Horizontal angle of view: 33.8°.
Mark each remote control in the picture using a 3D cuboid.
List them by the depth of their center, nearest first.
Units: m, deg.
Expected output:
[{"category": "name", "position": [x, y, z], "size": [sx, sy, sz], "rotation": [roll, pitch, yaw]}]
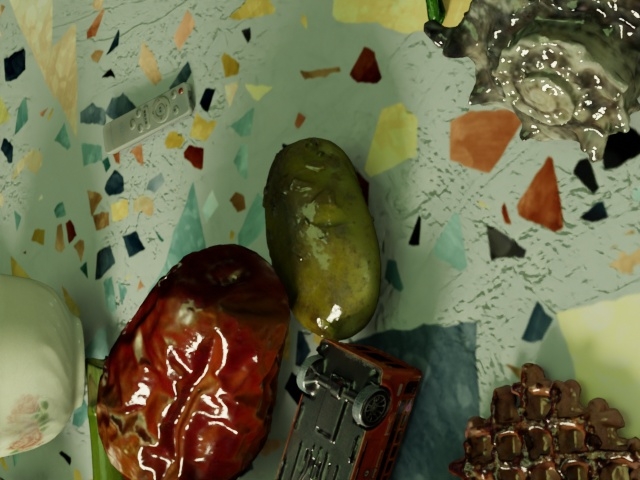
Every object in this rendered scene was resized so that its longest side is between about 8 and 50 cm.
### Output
[{"category": "remote control", "position": [-0.252, -0.177, 1.547], "size": [0.184, 0.027, 0.050], "rotation": [-21, 73, 35]}]

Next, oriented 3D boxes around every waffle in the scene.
[{"category": "waffle", "position": [0.217, 0.252, 1.035], "size": [0.221, 0.055, 0.234], "rotation": [42, 108, 40]}]

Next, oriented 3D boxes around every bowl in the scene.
[{"category": "bowl", "position": [-0.427, 0.183, 1.558], "size": [0.277, 0.145, 0.277], "rotation": [179, 90, -70]}]

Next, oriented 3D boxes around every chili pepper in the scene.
[{"category": "chili pepper", "position": [0.117, -0.299, 1.209], "size": [0.118, 0.035, 0.055], "rotation": [54, 133, 22]}]

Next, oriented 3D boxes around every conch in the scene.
[{"category": "conch", "position": [0.255, -0.191, 0.976], "size": [0.313, 0.186, 0.241], "rotation": [-12, 104, 24]}]

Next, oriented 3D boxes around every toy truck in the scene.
[{"category": "toy truck", "position": [0.022, 0.245, 1.177], "size": [0.107, 0.114, 0.253], "rotation": [23, 99, 41]}]

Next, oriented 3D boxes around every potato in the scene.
[{"category": "potato", "position": [0.000, 0.000, 1.225], "size": [0.149, 0.113, 0.251], "rotation": [-19, 73, 47]}]

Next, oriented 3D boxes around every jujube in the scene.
[{"category": "jujube", "position": [-0.142, 0.160, 1.250], "size": [0.216, 0.216, 0.342], "rotation": [48, 131, 36]}]

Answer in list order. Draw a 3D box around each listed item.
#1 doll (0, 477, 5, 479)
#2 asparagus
[{"category": "doll", "position": [-0.489, 0.489, 1.561], "size": [0.349, 0.247, 0.247], "rotation": [40, 113, 55]}, {"category": "asparagus", "position": [-0.302, 0.299, 1.513], "size": [0.060, 0.067, 0.278], "rotation": [-8, 78, 4]}]
